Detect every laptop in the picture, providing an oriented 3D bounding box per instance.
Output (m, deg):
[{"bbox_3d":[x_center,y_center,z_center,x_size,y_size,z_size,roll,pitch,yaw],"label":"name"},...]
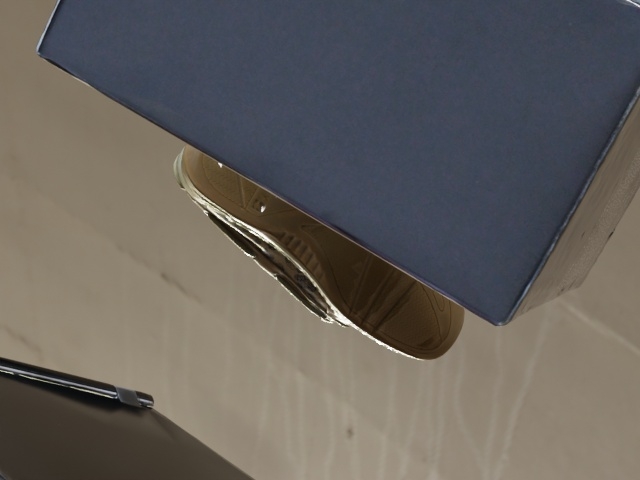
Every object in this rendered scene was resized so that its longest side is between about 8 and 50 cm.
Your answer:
[{"bbox_3d":[-0.232,0.207,0.982,0.408,0.382,0.236,-30,-116,17],"label":"laptop"}]

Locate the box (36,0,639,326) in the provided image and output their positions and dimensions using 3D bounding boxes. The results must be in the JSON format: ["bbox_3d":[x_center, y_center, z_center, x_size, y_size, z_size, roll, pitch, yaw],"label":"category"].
[{"bbox_3d":[0.046,-0.104,0.828,0.296,0.294,0.182,31,-80,15],"label":"box"}]

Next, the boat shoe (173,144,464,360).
[{"bbox_3d":[0.000,0.000,1.209,0.285,0.104,0.089,40,-19,-7],"label":"boat shoe"}]
